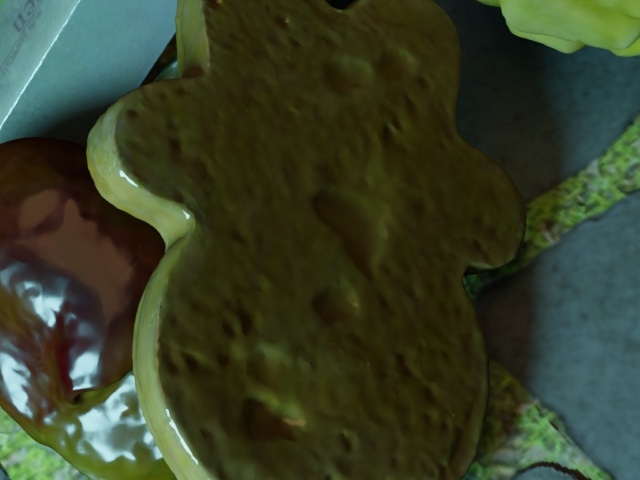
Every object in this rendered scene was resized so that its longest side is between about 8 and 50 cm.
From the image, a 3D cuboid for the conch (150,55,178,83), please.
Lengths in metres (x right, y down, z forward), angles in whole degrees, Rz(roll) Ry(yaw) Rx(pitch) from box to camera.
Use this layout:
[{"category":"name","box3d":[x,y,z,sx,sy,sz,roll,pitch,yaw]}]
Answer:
[{"category":"conch","box3d":[-0.061,-0.076,0.910,0.116,0.106,0.173,34,57,14]}]

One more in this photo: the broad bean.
[{"category":"broad bean","box3d":[-0.133,0.041,0.826,0.156,0.122,0.228,-29,76,-9]}]

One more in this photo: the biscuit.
[{"category":"biscuit","box3d":[-0.001,0.001,0.806,0.275,0.052,0.354,8,69,-26]}]

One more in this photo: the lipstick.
[{"category":"lipstick","box3d":[-0.135,-0.155,0.873,0.371,0.080,0.076,-54,47,18]}]

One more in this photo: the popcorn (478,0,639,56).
[{"category":"popcorn","box3d":[0.184,-0.297,0.876,0.349,0.349,0.381,-20,23,1]}]

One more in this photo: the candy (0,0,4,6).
[{"category":"candy","box3d":[-0.159,-0.224,0.990,0.343,0.132,0.142,-41,76,-15]}]
